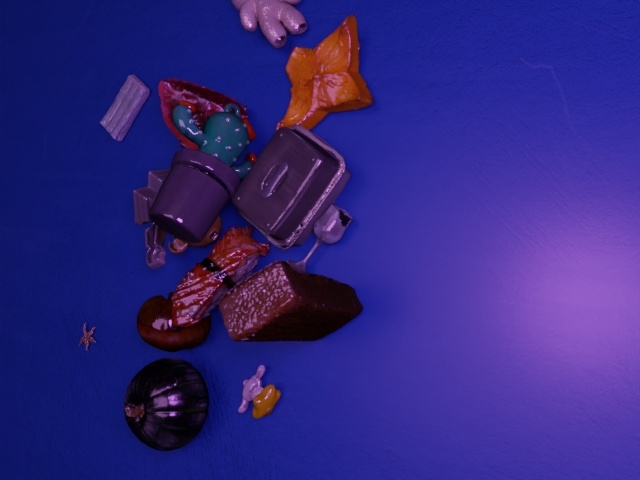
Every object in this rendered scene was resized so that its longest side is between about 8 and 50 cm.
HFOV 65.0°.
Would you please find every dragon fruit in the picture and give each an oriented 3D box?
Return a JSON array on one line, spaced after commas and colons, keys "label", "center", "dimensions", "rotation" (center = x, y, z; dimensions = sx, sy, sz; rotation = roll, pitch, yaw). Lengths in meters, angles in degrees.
[{"label": "dragon fruit", "center": [-0.360, -0.354, 1.501], "dimensions": [0.261, 0.134, 0.212], "rotation": [25, 109, -8]}]

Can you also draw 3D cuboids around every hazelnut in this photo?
[{"label": "hazelnut", "center": [-0.409, 0.236, 1.411], "dimensions": [0.203, 0.178, 0.178], "rotation": [-6, 77, -6]}]

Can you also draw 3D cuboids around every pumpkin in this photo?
[{"label": "pumpkin", "center": [-0.427, 0.442, 1.355], "dimensions": [0.249, 0.216, 0.250], "rotation": [-4, 84, 42]}, {"label": "pumpkin", "center": [-0.005, -0.429, 1.359], "dimensions": [0.290, 0.095, 0.259], "rotation": [-16, 79, 27]}]

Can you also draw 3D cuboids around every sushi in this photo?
[{"label": "sushi", "center": [-0.274, 0.092, 1.341], "dimensions": [0.124, 0.130, 0.332], "rotation": [39, 77, 13]}]

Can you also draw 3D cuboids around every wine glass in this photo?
[{"label": "wine glass", "center": [0.000, 0.000, 1.289], "dimensions": [0.079, 0.079, 0.196], "rotation": [42, 102, 26]}]

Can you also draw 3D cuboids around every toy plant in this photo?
[{"label": "toy plant", "center": [-0.298, -0.202, 1.320], "dimensions": [0.279, 0.185, 0.400], "rotation": [28, 68, -10]}]

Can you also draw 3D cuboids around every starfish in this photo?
[{"label": "starfish", "center": [-0.773, 0.319, 1.658], "dimensions": [0.086, 0.016, 0.092], "rotation": [-21, 78, 21]}]

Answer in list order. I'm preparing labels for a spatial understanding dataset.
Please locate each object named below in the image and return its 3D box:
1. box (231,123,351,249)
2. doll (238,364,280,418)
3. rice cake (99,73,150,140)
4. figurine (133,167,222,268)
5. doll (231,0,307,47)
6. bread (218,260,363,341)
[{"label": "box", "center": [-0.076, -0.139, 1.302], "dimensions": [0.220, 0.166, 0.291], "rotation": [40, 101, 26]}, {"label": "doll", "center": [-0.172, 0.408, 1.316], "dimensions": [0.135, 0.071, 0.113], "rotation": [-44, 57, 19]}, {"label": "rice cake", "center": [-0.671, -0.460, 1.729], "dimensions": [0.124, 0.038, 0.211], "rotation": [44, 101, 26]}, {"label": "figurine", "center": [-0.402, -0.083, 1.456], "dimensions": [0.284, 0.167, 0.343], "rotation": [29, 100, 30]}, {"label": "doll", "center": [-0.160, -0.683, 1.482], "dimensions": [0.278, 0.175, 0.149], "rotation": [56, 145, 14]}, {"label": "bread", "center": [-0.045, 0.145, 1.101], "dimensions": [0.165, 0.416, 0.113], "rotation": [-31, 69, 14]}]
